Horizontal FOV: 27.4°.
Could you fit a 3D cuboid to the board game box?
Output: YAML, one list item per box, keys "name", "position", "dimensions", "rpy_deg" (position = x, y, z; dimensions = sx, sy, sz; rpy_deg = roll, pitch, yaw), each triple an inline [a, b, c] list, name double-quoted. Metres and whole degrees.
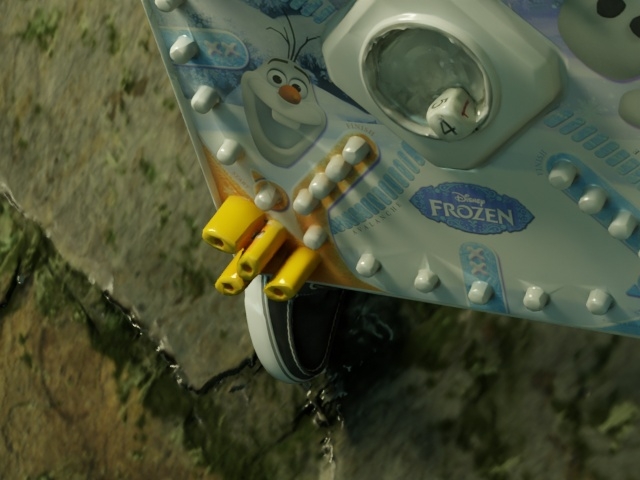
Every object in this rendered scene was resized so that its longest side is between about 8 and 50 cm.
- name: "board game box"
  position: [0.060, -0.089, 0.732]
  dimensions: [0.390, 0.050, 0.390]
  rpy_deg: [9, 135, 29]

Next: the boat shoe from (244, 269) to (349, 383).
- name: "boat shoe"
  position: [0.000, 0.000, 0.968]
  dimensions: [0.076, 0.080, 0.228]
  rpy_deg: [12, 101, 42]
